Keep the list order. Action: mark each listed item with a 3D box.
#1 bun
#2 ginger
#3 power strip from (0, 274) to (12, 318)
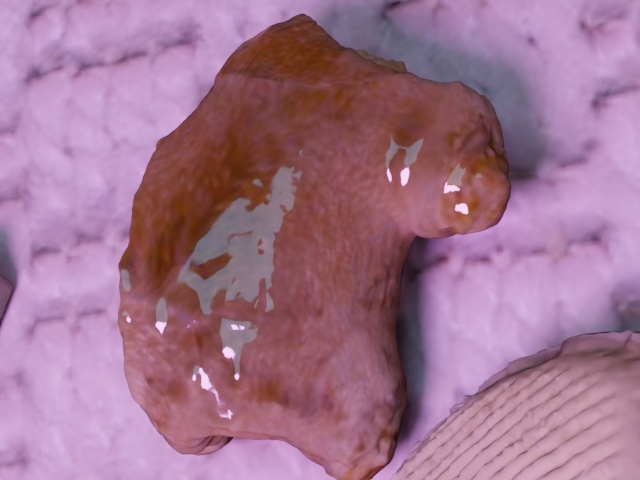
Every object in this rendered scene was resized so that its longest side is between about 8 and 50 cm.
[{"bbox_3d":[0.112,0.182,0.747,0.146,0.287,0.287,38,90,-16],"label":"bun"},{"bbox_3d":[0.000,0.000,0.881,0.221,0.130,0.275,-10,77,8],"label":"ginger"},{"bbox_3d":[-0.276,0.133,0.985,0.080,0.048,0.285,14,80,26],"label":"power strip"}]
